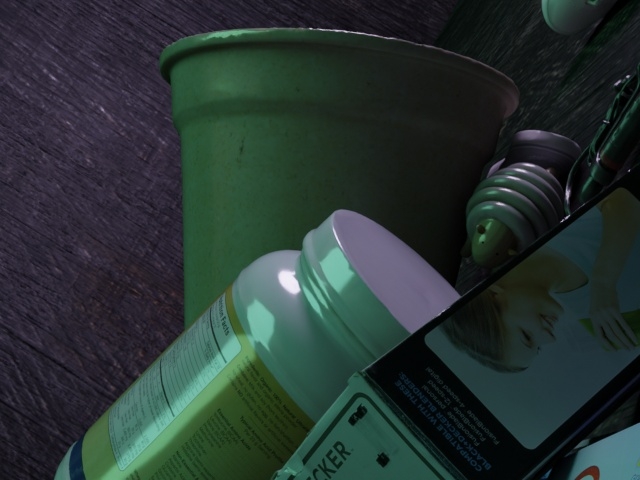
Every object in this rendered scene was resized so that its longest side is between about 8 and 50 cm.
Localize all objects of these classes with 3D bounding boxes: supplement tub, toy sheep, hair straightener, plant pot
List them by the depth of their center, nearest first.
[{"bbox_3d":[-0.027,0.152,1.328,0.316,0.228,0.228,-45,8,15],"label":"supplement tub"},{"bbox_3d":[0.261,-0.107,1.388,0.230,0.047,0.089,-62,5,-1],"label":"hair straightener"},{"bbox_3d":[0.168,-0.023,1.483,0.132,0.091,0.091,-54,2,-38],"label":"toy sheep"},{"bbox_3d":[0.000,0.000,1.568,0.334,0.334,0.305,145,132,-77],"label":"plant pot"}]

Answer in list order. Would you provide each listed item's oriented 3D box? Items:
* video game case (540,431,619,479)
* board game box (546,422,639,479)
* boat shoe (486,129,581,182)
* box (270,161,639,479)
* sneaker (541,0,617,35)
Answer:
[{"bbox_3d":[0.111,0.201,1.029,0.173,0.022,0.190,-60,5,-17],"label":"video game case"},{"bbox_3d":[0.120,0.196,0.609,0.302,0.086,0.308,-60,6,-24],"label":"board game box"},{"bbox_3d":[0.188,-0.052,1.601,0.184,0.066,0.063,144,144,-70],"label":"boat shoe"},{"bbox_3d":[0.103,0.074,0.898,0.290,0.087,0.169,-32,-16,-42],"label":"box"},{"bbox_3d":[0.304,-0.296,1.823,0.232,0.090,0.115,-55,9,40],"label":"sneaker"}]
